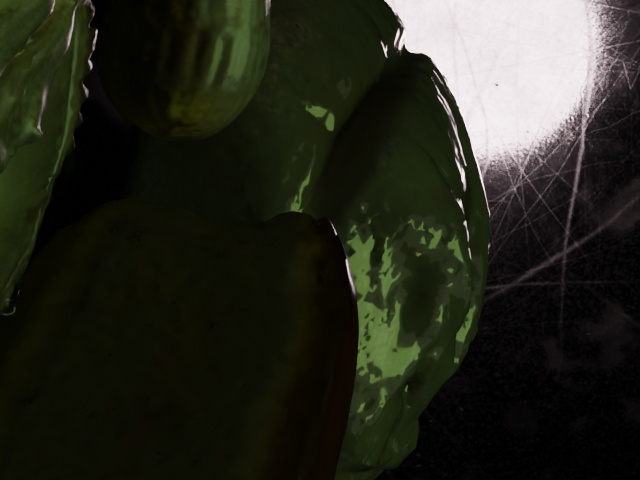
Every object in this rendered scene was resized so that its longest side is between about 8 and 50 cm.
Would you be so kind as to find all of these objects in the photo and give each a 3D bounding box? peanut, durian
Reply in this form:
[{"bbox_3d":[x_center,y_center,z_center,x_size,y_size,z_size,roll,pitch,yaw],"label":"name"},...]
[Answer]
[{"bbox_3d":[-0.053,-0.146,0.725,0.087,0.087,0.206,-70,171,-74],"label":"peanut"},{"bbox_3d":[-0.097,-0.040,0.366,0.110,0.071,0.140,89,25,-57],"label":"durian"}]

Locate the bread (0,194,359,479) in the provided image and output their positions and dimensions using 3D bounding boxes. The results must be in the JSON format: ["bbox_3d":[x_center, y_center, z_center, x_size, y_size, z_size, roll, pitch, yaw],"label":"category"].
[{"bbox_3d":[-0.093,0.196,0.578,0.333,0.143,0.323,-71,176,-45],"label":"bread"}]

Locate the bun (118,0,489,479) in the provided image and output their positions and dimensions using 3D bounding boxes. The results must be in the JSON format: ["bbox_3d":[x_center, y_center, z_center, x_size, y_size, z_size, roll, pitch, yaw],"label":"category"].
[{"bbox_3d":[-0.009,0.004,0.953,0.365,0.219,0.365,-170,-90,-89],"label":"bun"}]
